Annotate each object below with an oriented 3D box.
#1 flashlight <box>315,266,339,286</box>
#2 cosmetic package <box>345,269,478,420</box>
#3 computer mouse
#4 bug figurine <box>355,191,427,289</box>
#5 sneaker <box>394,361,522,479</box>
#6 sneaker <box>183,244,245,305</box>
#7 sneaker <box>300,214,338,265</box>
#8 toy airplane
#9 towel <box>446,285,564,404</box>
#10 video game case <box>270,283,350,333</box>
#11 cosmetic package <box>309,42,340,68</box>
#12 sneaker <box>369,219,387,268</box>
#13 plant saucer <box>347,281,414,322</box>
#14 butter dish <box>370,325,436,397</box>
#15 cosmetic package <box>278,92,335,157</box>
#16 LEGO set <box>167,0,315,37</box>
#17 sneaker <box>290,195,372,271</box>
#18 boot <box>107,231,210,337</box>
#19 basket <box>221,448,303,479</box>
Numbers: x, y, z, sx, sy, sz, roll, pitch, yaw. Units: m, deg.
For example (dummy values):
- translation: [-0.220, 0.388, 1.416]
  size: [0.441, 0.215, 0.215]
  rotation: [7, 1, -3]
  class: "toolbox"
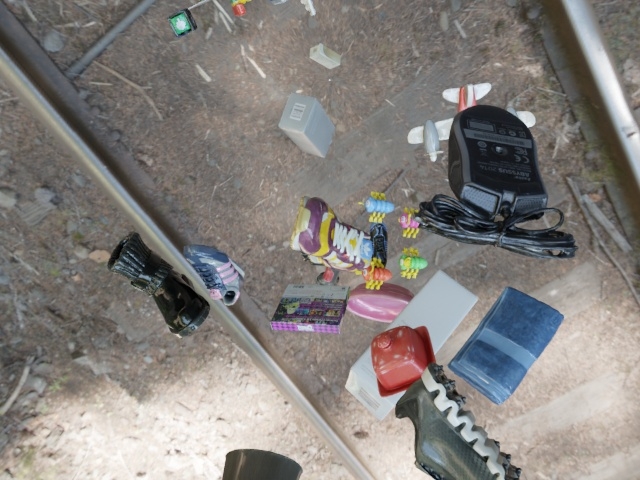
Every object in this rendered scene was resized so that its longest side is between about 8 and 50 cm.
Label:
- translation: [0.036, 0.120, 1.735]
  size: [0.103, 0.103, 0.304]
  rotation: [45, 150, 16]
  class: "flashlight"
- translation: [0.290, 0.331, 1.329]
  size: [0.161, 0.453, 0.230]
  rotation: [39, 153, 21]
  class: "cosmetic package"
- translation: [0.225, -0.083, 0.566]
  size: [0.189, 0.272, 0.072]
  rotation: [13, 142, 4]
  class: "computer mouse"
- translation: [0.204, 0.001, 1.158]
  size: [0.216, 0.072, 0.278]
  rotation: [2, 87, -19]
  class: "bug figurine"
- translation: [0.179, 0.283, 0.528]
  size: [0.106, 0.078, 0.234]
  rotation: [-42, 60, 14]
  class: "sneaker"
- translation: [-0.341, 0.118, 1.348]
  size: [0.112, 0.131, 0.319]
  rotation: [-3, 155, 19]
  class: "sneaker"
- translation: [0.000, 0.000, 1.371]
  size: [0.087, 0.227, 0.130]
  rotation: [0, 118, 28]
  class: "sneaker"
- translation: [0.620, -0.453, 1.708]
  size: [0.384, 0.272, 0.386]
  rotation: [32, 123, -15]
  class: "toy airplane"
- translation: [0.196, 0.108, 0.438]
  size: [0.119, 0.067, 0.029]
  rotation: [-47, 134, -11]
  class: "towel"
- translation: [-0.028, 0.226, 1.405]
  size: [0.232, 0.210, 0.041]
  rotation: [0, 120, 15]
  class: "video game case"
- translation: [0.019, -0.714, 1.603]
  size: [0.060, 0.115, 0.041]
  rotation: [-1, 84, 43]
  class: "cosmetic package"
- translation: [0.251, 0.030, 1.747]
  size: [0.082, 0.090, 0.232]
  rotation: [-6, 117, 1]
  class: "sneaker"
- translation: [0.266, 0.260, 1.748]
  size: [0.332, 0.084, 0.332]
  rotation: [10, 153, 5]
  class: "plant saucer"
- translation: [0.179, 0.268, 0.992]
  size: [0.160, 0.160, 0.118]
  rotation: [-30, 122, 23]
  class: "butter dish"
- translation: [-0.039, -0.390, 1.422]
  size: [0.107, 0.238, 0.127]
  rotation: [18, 85, 17]
  class: "cosmetic package"
- translation: [-0.057, -0.282, 0.473]
  size: [0.183, 0.244, 0.060]
  rotation: [-2, 128, 33]
  class: "LEGO set"
- translation: [0.022, -0.003, 0.498]
  size: [0.084, 0.185, 0.069]
  rotation: [13, 83, 13]
  class: "sneaker"
- translation: [-0.483, 0.126, 1.213]
  size: [0.131, 0.348, 0.260]
  rotation: [-46, 124, -12]
  class: "boot"
- translation: [-0.161, 0.633, 0.955]
  size: [0.205, 0.226, 0.154]
  rotation: [1, 127, 10]
  class: "basket"
